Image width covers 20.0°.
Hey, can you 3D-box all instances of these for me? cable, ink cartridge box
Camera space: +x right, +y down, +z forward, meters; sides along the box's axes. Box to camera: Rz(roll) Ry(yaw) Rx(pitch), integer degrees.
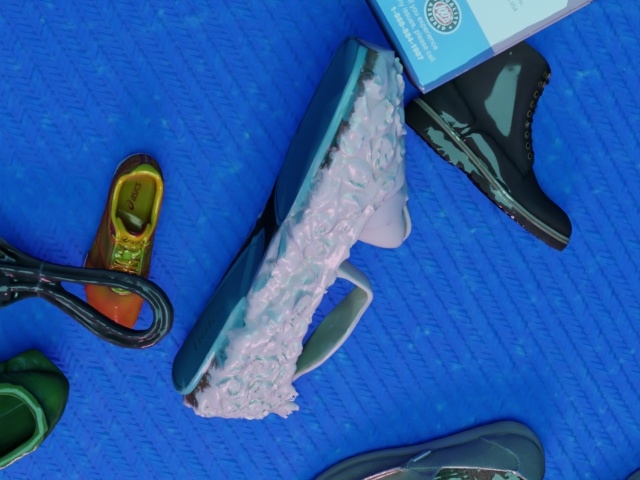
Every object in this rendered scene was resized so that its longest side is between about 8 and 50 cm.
[{"bbox_3d":[-0.274,0.029,1.647,0.287,0.072,0.139,2,90,-1],"label":"cable"},{"bbox_3d":[0.165,-0.297,1.560,0.307,0.129,0.223,-29,95,3],"label":"ink cartridge box"}]

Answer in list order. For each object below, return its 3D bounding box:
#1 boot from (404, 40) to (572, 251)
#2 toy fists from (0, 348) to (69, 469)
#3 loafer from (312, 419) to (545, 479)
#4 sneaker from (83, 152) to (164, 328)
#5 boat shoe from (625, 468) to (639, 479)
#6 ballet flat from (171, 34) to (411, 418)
[{"bbox_3d":[0.189,-0.098,1.663,0.198,0.077,0.137,42,93,-15],"label":"boot"},{"bbox_3d":[-0.361,0.182,1.650,0.279,0.142,0.096,-26,94,2],"label":"toy fists"},{"bbox_3d":[0.090,0.249,1.734,0.269,0.092,0.102,-23,106,1],"label":"loafer"},{"bbox_3d":[-0.182,0.007,1.656,0.064,0.067,0.175,7,106,-9],"label":"sneaker"},{"bbox_3d":[0.303,0.304,1.770,0.285,0.089,0.104,-34,105,4],"label":"boat shoe"},{"bbox_3d":[0.000,0.000,1.621,0.147,0.147,0.409,24,119,-11],"label":"ballet flat"}]
